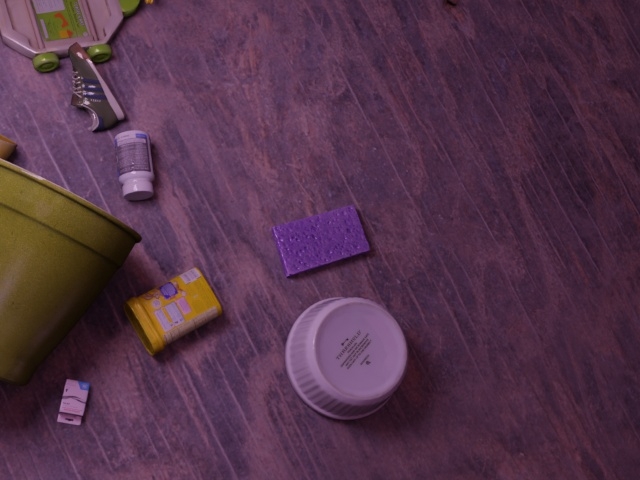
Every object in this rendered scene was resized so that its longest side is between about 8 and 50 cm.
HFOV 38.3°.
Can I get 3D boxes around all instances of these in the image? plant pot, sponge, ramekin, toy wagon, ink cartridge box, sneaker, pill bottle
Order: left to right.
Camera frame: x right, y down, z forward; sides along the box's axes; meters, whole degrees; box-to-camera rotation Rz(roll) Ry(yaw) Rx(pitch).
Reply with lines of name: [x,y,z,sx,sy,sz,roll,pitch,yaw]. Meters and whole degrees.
plant pot: [-0.700,-0.182,1.876,0.134,0.134,0.095,26,92,-9]
plant pot: [-0.581,0.070,1.736,0.366,0.366,0.353,27,80,-9]
ink cartridge box: [-0.492,0.322,1.836,0.048,0.028,0.083,13,71,-14]
toy wagon: [-0.543,-0.519,2.050,0.344,0.068,0.267,-14,79,-22]
sneaker: [-0.503,-0.320,1.979,0.086,0.064,0.192,-36,116,-13]
pill bottle: [-0.398,-0.160,1.984,0.078,0.078,0.137,-4,75,-19]
sponge: [0.000,0.000,2.095,0.210,0.031,0.117,-16,80,-21]
ramekin: [0.067,0.246,1.991,0.273,0.127,0.272,5,73,-17]

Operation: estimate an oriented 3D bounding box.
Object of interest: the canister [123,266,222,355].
canister: [-0.306,0.145,1.928,0.170,0.073,0.126,-29,85,-25]
